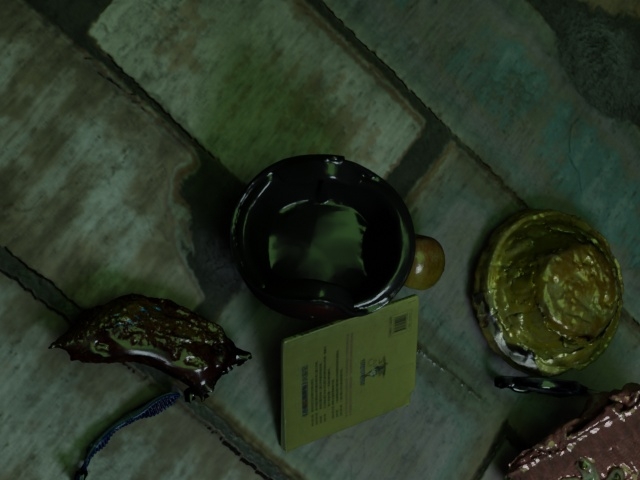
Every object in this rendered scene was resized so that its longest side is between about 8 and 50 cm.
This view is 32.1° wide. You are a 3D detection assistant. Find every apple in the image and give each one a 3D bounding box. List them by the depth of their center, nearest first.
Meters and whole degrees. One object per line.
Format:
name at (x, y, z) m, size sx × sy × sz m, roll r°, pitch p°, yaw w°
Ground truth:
apple at (0.118, 0.027, 1.420) m, size 0.084 × 0.084 × 0.071 m, roll 5°, pitch 94°, yaw -27°

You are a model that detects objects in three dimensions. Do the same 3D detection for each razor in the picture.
razor at (-0.225, 0.217, 1.268) m, size 0.154 × 0.044 × 0.028 m, roll -40°, pitch 79°, yaw -25°

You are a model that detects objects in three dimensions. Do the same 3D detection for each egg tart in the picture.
egg tart at (0.322, 0.070, 1.511) m, size 0.241 × 0.106 × 0.241 m, roll 2°, pitch 85°, yaw -23°

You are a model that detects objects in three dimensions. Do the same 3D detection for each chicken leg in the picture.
chicken leg at (-0.186, 0.117, 1.270) m, size 0.234 × 0.063 × 0.105 m, roll 24°, pitch 58°, yaw -24°

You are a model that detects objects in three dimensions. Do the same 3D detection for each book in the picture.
book at (0.037, 0.162, 1.365) m, size 0.192 × 0.013 × 0.167 m, roll -16°, pitch 124°, yaw -27°

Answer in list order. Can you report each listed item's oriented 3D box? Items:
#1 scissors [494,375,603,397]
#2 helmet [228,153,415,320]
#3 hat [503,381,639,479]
scissors at (0.364, 0.212, 1.543) m, size 0.300 × 0.109 × 0.022 m, roll 15°, pitch 76°, yaw -38°
helmet at (0.000, 0.000, 1.297) m, size 0.216 × 0.193 × 0.189 m, roll 6°, pitch 81°, yaw -10°
hat at (0.402, 0.338, 1.514) m, size 0.237 × 0.107 × 0.286 m, roll -32°, pitch 122°, yaw 10°
